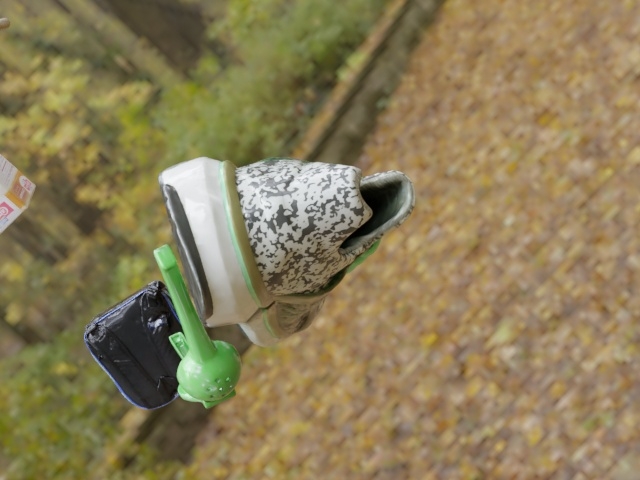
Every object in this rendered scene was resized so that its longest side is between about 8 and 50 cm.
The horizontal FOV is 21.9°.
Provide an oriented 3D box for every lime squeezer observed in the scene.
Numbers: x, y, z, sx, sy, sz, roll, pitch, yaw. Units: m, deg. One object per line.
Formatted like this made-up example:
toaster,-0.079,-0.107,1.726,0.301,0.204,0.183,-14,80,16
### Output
lime squeezer,-0.115,0.100,1.460,0.059,0.110,0.310,-42,-10,-12

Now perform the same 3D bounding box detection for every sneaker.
sneaker,0.000,0.000,1.411,0.182,0.158,0.410,-14,-3,9

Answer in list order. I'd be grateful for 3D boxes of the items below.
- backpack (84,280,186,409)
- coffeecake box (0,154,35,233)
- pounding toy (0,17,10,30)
backpack,-0.176,0.110,1.728,0.105,0.114,0.084,-33,6,6
coffeecake box,-0.421,-0.061,1.760,0.142,0.185,0.068,-42,18,15
pounding toy,-0.371,-0.193,1.549,0.100,0.141,0.130,-6,56,13
